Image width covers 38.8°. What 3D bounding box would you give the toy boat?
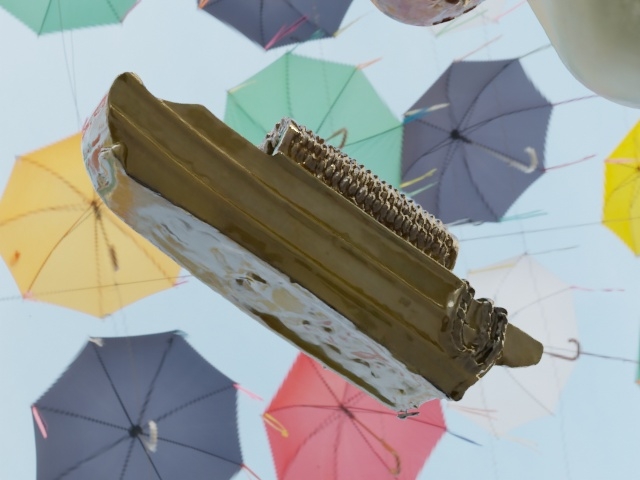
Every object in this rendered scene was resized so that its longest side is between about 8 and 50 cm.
[{"bbox_3d":[0.000,0.000,0.554,0.310,0.089,0.115,35,-121,-11],"label":"toy boat"}]

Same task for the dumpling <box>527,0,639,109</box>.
[{"bbox_3d":[0.296,-0.203,0.579,0.315,0.395,0.233,-32,-45,-25],"label":"dumpling"}]

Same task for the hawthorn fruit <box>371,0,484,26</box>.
[{"bbox_3d":[0.093,-0.284,0.806,0.173,0.173,0.173,2,-95,-18],"label":"hawthorn fruit"}]
